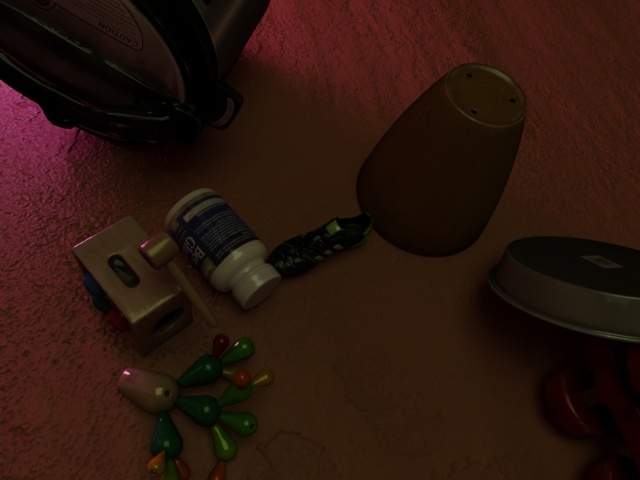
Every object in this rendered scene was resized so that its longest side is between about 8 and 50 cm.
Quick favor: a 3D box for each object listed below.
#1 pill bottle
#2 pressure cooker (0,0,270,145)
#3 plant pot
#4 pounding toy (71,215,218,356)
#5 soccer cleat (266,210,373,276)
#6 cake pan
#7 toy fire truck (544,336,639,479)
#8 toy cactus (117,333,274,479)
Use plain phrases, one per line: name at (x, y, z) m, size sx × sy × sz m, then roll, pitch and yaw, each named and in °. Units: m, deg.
pill bottle at (-0.136, 0.014, 0.756) m, size 0.094 × 0.094 × 0.169 m, roll -36°, pitch 73°, yaw -27°
pressure cooker at (-0.286, -0.342, 0.777) m, size 0.370 × 0.375 × 0.420 m, roll 7°, pitch 56°, yaw 22°
plant pot at (0.201, -0.134, 0.818) m, size 0.238 × 0.254 × 0.236 m, roll 5°, pitch 61°, yaw -10°
pounding toy at (-0.216, 0.064, 0.645) m, size 0.094 × 0.206 × 0.181 m, roll -37°, pitch 74°, yaw -27°
soccer cleat at (0.000, 0.000, 0.804) m, size 0.179 × 0.072 × 0.060 m, roll -23°, pitch 68°, yaw -22°
cake pan at (0.393, 0.056, 0.759) m, size 0.294 × 0.054 × 0.293 m, roll 4°, pitch 17°, yaw -1°
toy fire truck at (0.480, 0.254, 0.721) m, size 0.254 × 0.169 × 0.301 m, roll 0°, pitch 60°, yaw -33°
toy cactus at (-0.165, 0.203, 0.649) m, size 0.181 × 0.112 × 0.218 m, roll 18°, pitch 67°, yaw 10°
